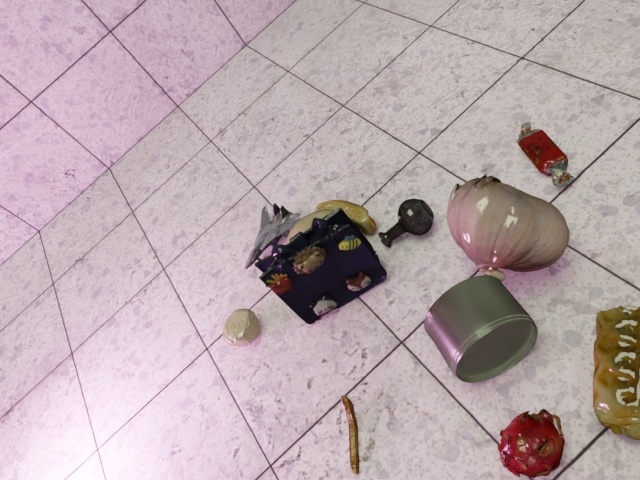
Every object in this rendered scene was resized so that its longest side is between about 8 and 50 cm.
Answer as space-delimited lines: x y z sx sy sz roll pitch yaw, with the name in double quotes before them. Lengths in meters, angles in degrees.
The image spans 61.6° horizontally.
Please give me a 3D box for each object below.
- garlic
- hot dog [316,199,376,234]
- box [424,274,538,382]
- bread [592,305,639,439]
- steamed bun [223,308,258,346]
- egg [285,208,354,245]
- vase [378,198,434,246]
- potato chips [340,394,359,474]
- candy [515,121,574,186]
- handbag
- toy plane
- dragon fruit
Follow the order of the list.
"garlic" 0.476 -0.032 1.388 0.241 0.321 0.322 -57 41 22
"hot dog" 0.093 -0.088 1.819 0.242 0.084 0.073 20 66 41
"box" 0.386 0.216 1.300 0.226 0.226 0.149 -34 45 6
"bread" 0.664 0.284 1.142 0.152 0.130 0.268 3 60 29
"steamed bun" -0.257 0.290 1.751 0.112 0.091 0.130 -11 49 20
"egg" 0.000 0.000 1.738 0.253 0.188 0.189 -22 48 28
"vase" 0.262 -0.048 1.672 0.183 0.120 0.120 -40 42 26
"potato chips" 0.082 0.510 1.413 0.026 0.037 0.204 -26 52 27
"candy" 0.663 -0.263 1.601 0.086 0.059 0.292 -29 48 10
"handbag" 0.008 0.082 1.576 0.303 0.329 0.122 -33 50 8
"toy plane" -0.188 -0.003 1.940 0.212 0.088 0.267 19 77 42
"dragon fruit" 0.462 0.441 1.160 0.133 0.136 0.166 44 56 15
